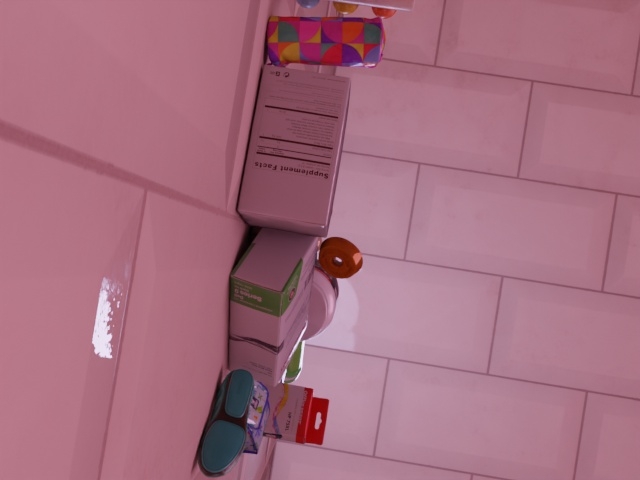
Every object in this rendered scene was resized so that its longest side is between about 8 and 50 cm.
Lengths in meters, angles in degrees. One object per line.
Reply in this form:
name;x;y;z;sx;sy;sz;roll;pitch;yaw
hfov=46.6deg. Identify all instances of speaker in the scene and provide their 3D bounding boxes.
speaker;-0.112;0.328;2.426;0.131;0.131;0.297;-78;176;-55

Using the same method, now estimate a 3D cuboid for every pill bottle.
pill bottle;-0.056;0.166;2.103;0.363;0.210;0.210;-62;161;-84

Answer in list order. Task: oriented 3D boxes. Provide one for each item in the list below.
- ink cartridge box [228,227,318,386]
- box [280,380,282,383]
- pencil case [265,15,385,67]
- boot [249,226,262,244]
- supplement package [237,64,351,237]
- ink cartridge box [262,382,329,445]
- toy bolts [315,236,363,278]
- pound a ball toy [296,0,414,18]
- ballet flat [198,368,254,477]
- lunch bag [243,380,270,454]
ink cartridge box;-0.103;0.135;1.585;0.211;0.121;0.289;-60;163;-49
box;-0.143;0.318;1.939;0.244;0.100;0.060;93;7;-63
pencil case;0.008;-0.384;1.444;0.104;0.236;0.105;0;90;-85
boot;-0.133;-0.013;1.653;0.118;0.042;0.087;16;81;-88
supplement package;-0.047;-0.170;1.477;0.177;0.175;0.293;86;13;-83
ink cartridge box;-0.097;0.448;1.943;0.078;0.230;0.134;95;5;-62
toy bolts;0.000;0.000;1.686;0.158;0.218;0.228;-54;177;-46
pound a ball toy;0.084;-0.531;1.518;0.208;0.319;0.136;-76;174;-70
ballet flat;-0.184;0.370;1.461;0.247;0.083;0.087;-76;-171;-47
lunch bag;-0.173;0.392;1.700;0.129;0.096;0.151;-74;159;-52
